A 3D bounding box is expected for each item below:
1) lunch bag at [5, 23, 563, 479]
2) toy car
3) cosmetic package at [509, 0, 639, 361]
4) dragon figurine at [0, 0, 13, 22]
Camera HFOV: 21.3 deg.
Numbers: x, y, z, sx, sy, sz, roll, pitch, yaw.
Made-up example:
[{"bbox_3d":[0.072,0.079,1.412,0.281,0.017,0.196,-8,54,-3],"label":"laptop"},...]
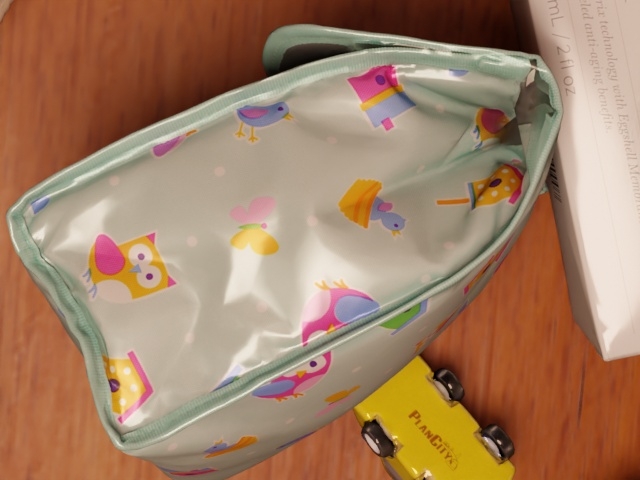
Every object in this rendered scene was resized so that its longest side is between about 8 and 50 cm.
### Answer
[{"bbox_3d":[0.000,0.000,0.854,0.262,0.223,0.160,-30,77,-3],"label":"lunch bag"},{"bbox_3d":[0.134,0.177,0.944,0.224,0.053,0.239,-4,71,-7],"label":"toy car"},{"bbox_3d":[0.231,-0.074,0.906,0.224,0.138,0.224,-12,95,3],"label":"cosmetic package"},{"bbox_3d":[-0.148,-0.226,0.897,0.144,0.085,0.289,43,84,-5],"label":"dragon figurine"}]
